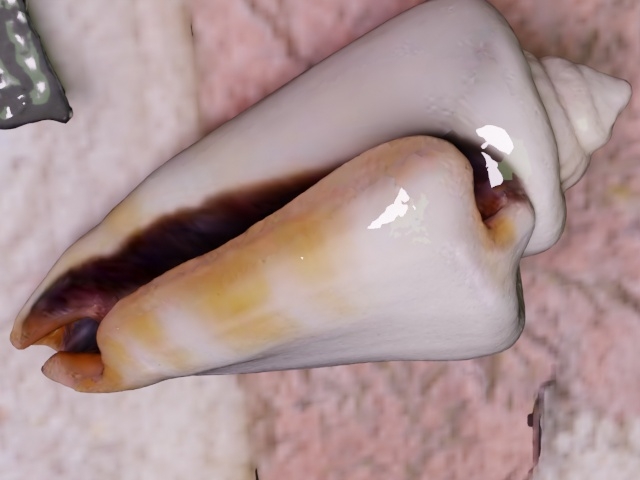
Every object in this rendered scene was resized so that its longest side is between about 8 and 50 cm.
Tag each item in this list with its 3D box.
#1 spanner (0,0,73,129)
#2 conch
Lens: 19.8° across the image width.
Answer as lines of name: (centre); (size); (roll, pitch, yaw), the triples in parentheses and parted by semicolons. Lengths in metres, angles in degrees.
spanner: (-0.167, 0.007, 0.479); (0.325, 0.026, 0.093); (-45, 117, 6)
conch: (-0.002, -0.008, 0.486); (0.176, 0.104, 0.094); (-9, 134, -3)
